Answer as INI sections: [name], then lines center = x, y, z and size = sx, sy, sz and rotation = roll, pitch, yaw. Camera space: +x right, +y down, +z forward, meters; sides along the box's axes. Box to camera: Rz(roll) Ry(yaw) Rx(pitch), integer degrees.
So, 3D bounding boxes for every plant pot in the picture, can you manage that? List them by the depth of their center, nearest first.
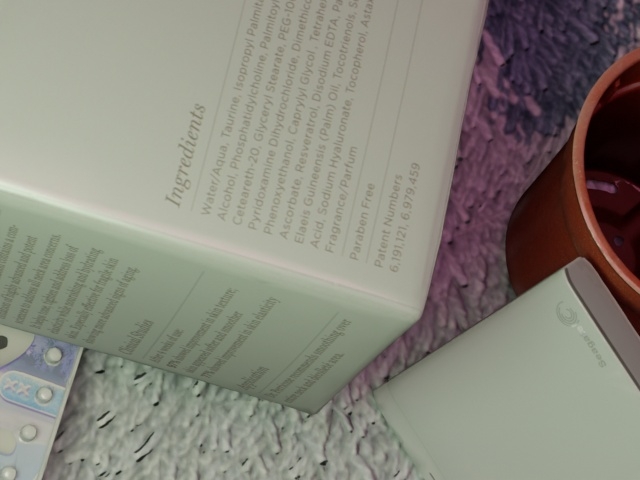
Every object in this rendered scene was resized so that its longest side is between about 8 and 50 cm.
[plant pot]
center = 0.311, -0.016, 1.775
size = 0.272, 0.265, 0.272
rotation = 5, 72, -15

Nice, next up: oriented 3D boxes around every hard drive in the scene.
[hard drive]
center = 0.192, 0.164, 1.731
size = 0.040, 0.307, 0.203
rotation = -29, 84, -40

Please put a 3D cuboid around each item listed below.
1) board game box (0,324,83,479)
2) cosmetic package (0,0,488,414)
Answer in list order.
[board game box]
center = -0.404, 0.078, 1.672
size = 0.390, 0.050, 0.390
rotation = 21, 68, -14
[cosmetic package]
center = -0.111, -0.087, 1.611
size = 0.393, 0.329, 0.327
rotation = 17, 68, -11
